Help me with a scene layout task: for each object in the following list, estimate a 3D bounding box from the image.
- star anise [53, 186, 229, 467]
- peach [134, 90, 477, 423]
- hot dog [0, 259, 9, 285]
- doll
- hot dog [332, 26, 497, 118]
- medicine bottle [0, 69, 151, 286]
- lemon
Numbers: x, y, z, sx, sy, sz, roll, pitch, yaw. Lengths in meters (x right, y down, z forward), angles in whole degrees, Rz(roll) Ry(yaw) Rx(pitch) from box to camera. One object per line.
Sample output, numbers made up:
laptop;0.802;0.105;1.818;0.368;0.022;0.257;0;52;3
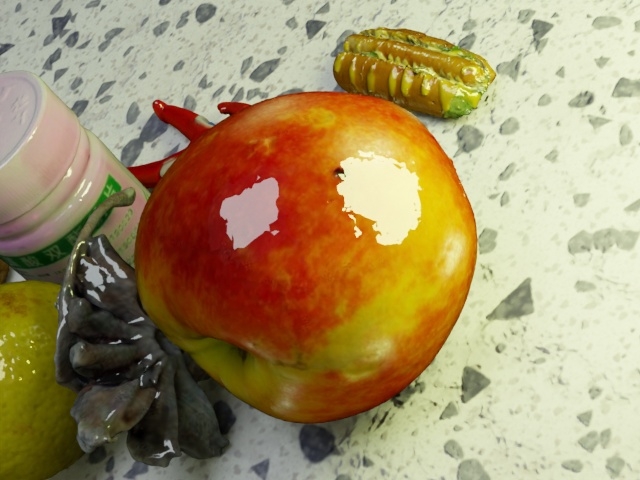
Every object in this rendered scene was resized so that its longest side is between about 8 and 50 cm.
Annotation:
star anise;-0.225;0.134;1.452;0.139;0.316;0.359;-21;22;25
peach;-0.006;0.005;1.347;0.388;0.388;0.388;-18;49;21
hot dog;-0.593;0.115;1.823;0.135;0.100;0.337;14;66;41
doll;-0.145;-0.125;1.727;0.384;0.099;0.188;9;62;42
hot dog;0.126;-0.235;1.646;0.269;0.072;0.115;18;60;42
medicine bottle;-0.361;-0.051;1.639;0.212;0.325;0.212;-17;48;20
lemon;-0.383;0.181;1.530;0.267;0.267;0.267;-18;49;21
